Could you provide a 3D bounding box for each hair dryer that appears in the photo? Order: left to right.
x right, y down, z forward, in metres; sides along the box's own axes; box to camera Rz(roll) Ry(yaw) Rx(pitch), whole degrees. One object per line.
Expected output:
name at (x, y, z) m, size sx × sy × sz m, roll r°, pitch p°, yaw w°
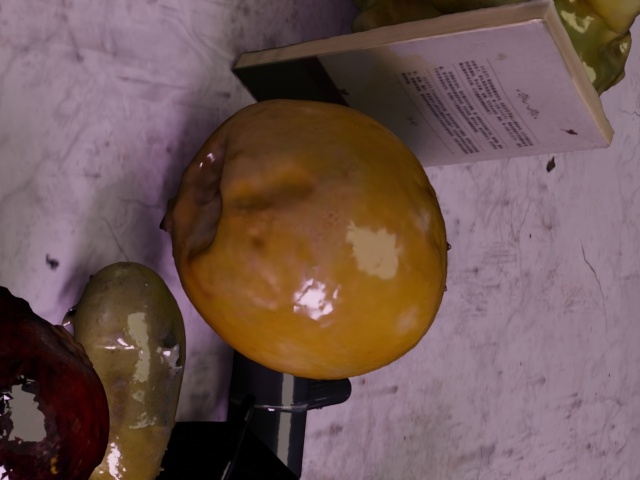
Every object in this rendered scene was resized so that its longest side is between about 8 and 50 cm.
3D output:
hair dryer at (-0.019, 0.155, 1.224) m, size 0.219 × 0.072 × 0.124 m, roll -1°, pitch 96°, yaw -67°

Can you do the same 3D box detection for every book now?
book at (0.091, -0.122, 1.144) m, size 0.201 × 0.289 × 0.026 m, roll 48°, pitch 44°, yaw -50°

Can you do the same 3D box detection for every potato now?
potato at (-0.146, 0.110, 0.985) m, size 0.105 × 0.085 × 0.188 m, roll 7°, pitch 92°, yaw -56°

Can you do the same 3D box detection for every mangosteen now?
mangosteen at (-0.224, 0.119, 0.806) m, size 0.180 × 0.166 × 0.166 m, roll -50°, pitch 139°, yaw -8°

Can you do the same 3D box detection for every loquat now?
loquat at (0.000, 0.000, 1.070) m, size 0.244 × 0.244 × 0.243 m, roll -12°, pitch 104°, yaw -57°

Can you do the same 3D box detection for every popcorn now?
popcorn at (0.164, -0.225, 1.260) m, size 0.279 × 0.274 × 0.335 m, roll 86°, pitch 0°, yaw -45°

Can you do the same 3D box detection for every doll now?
doll at (-0.098, 0.224, 1.033) m, size 0.127 × 0.088 × 0.248 m, roll 42°, pitch 39°, yaw -24°
